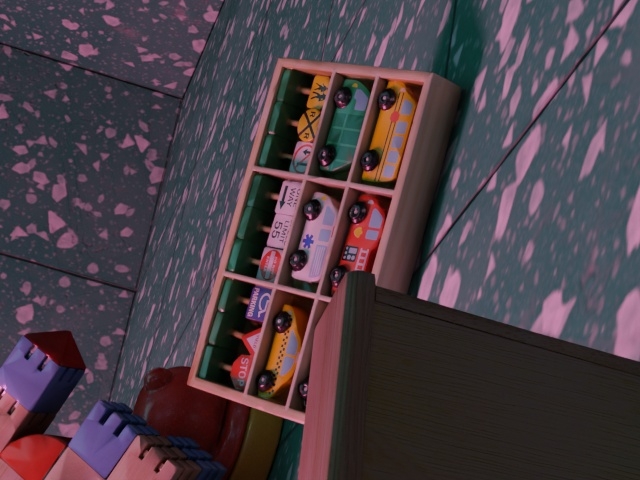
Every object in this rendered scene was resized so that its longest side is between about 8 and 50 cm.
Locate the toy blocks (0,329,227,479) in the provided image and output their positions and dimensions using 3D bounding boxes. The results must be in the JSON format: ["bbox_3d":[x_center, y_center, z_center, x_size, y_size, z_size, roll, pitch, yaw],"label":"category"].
[{"bbox_3d":[-0.196,0.256,1.388,0.261,0.381,0.191,-55,-23,5],"label":"toy blocks"}]

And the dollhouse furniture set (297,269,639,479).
[{"bbox_3d":[0.043,0.144,0.649,0.242,0.161,0.212,117,165,-46],"label":"dollhouse furniture set"}]

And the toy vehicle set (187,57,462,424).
[{"bbox_3d":[0.000,0.000,1.200,0.166,0.035,0.267,11,84,45],"label":"toy vehicle set"}]

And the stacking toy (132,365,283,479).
[{"bbox_3d":[-0.150,0.246,1.580,0.279,0.130,0.309,-128,56,-77],"label":"stacking toy"}]
